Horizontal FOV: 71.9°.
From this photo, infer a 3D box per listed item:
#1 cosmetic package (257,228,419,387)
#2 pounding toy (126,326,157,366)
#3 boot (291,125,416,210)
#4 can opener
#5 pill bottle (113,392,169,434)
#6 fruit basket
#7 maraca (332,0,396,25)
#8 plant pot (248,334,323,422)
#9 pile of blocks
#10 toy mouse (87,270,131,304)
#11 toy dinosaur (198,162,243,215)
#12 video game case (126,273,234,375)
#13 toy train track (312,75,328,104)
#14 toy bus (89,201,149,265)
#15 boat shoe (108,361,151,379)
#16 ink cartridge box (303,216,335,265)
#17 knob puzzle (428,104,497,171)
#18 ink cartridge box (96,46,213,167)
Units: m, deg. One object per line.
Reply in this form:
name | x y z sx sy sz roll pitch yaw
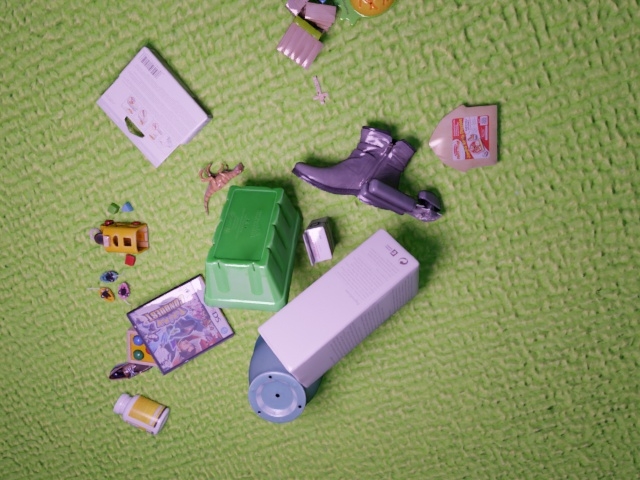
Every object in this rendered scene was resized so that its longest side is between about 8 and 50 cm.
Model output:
cosmetic package | 0.068 0.200 1.278 0.453 0.230 0.161 -38 61 -10
pounding toy | -0.583 0.337 1.562 0.180 0.094 0.206 7 106 5
boot | 0.098 -0.242 1.325 0.337 0.118 0.223 15 104 -11
can opener | 0.246 -0.127 1.300 0.283 0.076 0.095 22 68 -29
pill bottle | -0.670 0.643 1.651 0.184 0.103 0.103 25 107 0
fruit basket | -0.213 0.060 1.352 0.282 0.392 0.393 3 106 6
maraca | 0.126 -0.670 1.202 0.185 0.099 0.127 -23 104 15
plant pot | -0.121 0.444 1.453 0.271 0.255 0.272 2 105 7
pile of blocks | -0.031 -0.671 1.223 0.148 0.113 0.363 7 113 -9
toy mouse | -0.722 0.156 1.562 0.160 0.031 0.143 34 107 -3
toy dinosaur | -0.339 -0.181 1.409 0.211 0.064 0.112 -41 98 15
video game case | -0.475 0.288 1.516 0.274 0.035 0.249 -29 101 -10
toy train track | -0.006 -0.450 1.321 0.048 0.014 0.084 -16 102 11
toy bus | -0.682 -0.009 1.475 0.202 0.104 0.191 -43 96 15
boat shoe | -0.696 0.478 1.628 0.183 0.066 0.066 -23 102 12
ink cartridge box | 0.000 0.000 1.356 0.060 0.180 0.104 -14 104 10
knob puzzle | 0.418 -0.300 1.303 0.212 0.030 0.214 2 106 6
ink cartridge box | -0.513 -0.407 1.371 0.238 0.060 0.275 -39 98 16
